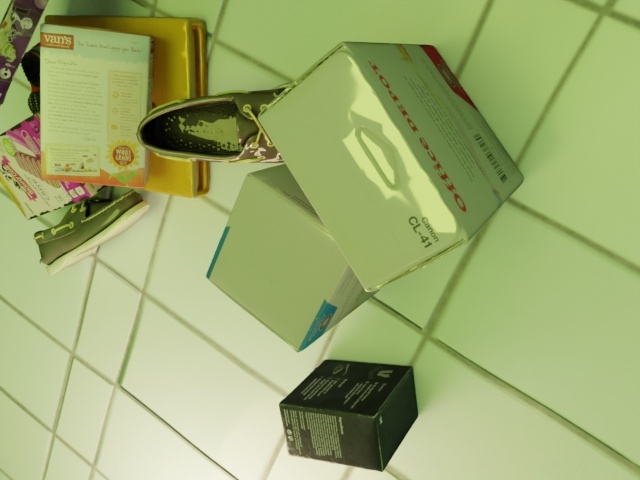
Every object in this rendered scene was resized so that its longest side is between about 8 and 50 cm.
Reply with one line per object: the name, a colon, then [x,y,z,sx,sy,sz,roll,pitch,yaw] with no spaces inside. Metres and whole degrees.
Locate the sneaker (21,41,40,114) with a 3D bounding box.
sneaker: [-0.462,-0.273,1.100,0.057,0.075,0.161,21,144,2]

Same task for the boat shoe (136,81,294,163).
boat shoe: [-0.108,-0.165,0.934,0.324,0.097,0.116,1,108,15]

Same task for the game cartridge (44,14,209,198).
game cartridge: [-0.331,-0.233,1.094,0.324,0.053,0.285,12,111,28]

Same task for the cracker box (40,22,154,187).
cracker box: [-0.341,-0.205,0.988,0.156,0.067,0.232,5,108,-9]

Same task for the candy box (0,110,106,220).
candy box: [-0.484,-0.136,1.130,0.233,0.071,0.159,-12,116,41]

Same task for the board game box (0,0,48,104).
board game box: [-0.432,-0.383,0.970,0.347,0.056,0.208,-60,36,10]

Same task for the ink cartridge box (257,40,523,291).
ink cartridge box: [0.100,-0.102,0.743,0.131,0.306,0.226,-34,87,32]

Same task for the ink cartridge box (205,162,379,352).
ink cartridge box: [0.000,0.000,0.873,0.168,0.233,0.171,35,119,17]

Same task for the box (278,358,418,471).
box: [0.046,0.258,0.973,0.158,0.156,0.093,-1,106,29]

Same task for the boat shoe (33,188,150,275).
boat shoe: [-0.427,-0.027,1.171,0.305,0.109,0.091,-26,96,36]
